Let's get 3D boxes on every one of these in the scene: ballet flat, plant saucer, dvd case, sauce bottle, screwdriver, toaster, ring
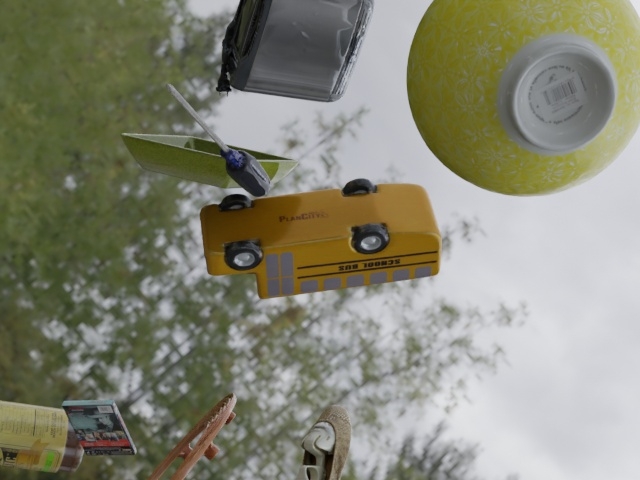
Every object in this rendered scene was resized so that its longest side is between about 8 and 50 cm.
[{"bbox_3d":[-0.002,0.328,1.819,0.073,0.206,0.067,-12,-36,32],"label":"ballet flat"},{"bbox_3d":[-0.153,-0.107,1.716,0.188,0.188,0.045,14,-81,24],"label":"plant saucer"},{"bbox_3d":[-0.347,0.296,1.955,0.087,0.013,0.119,-4,-50,16],"label":"dvd case"},{"bbox_3d":[-0.571,0.319,2.083,0.344,0.111,0.111,10,-13,-18],"label":"sauce bottle"},{"bbox_3d":[-0.075,-0.069,0.892,0.024,0.025,0.170,31,-4,28],"label":"screwdriver"},{"bbox_3d":[-0.029,-0.260,1.514,0.129,0.146,0.227,-110,-146,-56],"label":"toaster"},{"bbox_3d":[-0.228,0.362,1.829,0.032,0.336,0.336,42,-21,-4],"label":"ring"}]

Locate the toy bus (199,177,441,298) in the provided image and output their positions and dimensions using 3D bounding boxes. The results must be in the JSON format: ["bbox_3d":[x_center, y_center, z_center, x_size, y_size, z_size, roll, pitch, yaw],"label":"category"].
[{"bbox_3d":[0.000,0.000,1.774,0.130,0.333,0.108,88,-7,-48],"label":"toy bus"}]

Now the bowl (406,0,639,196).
[{"bbox_3d":[0.251,-0.172,1.388,0.289,0.289,0.156,59,3,-19],"label":"bowl"}]
